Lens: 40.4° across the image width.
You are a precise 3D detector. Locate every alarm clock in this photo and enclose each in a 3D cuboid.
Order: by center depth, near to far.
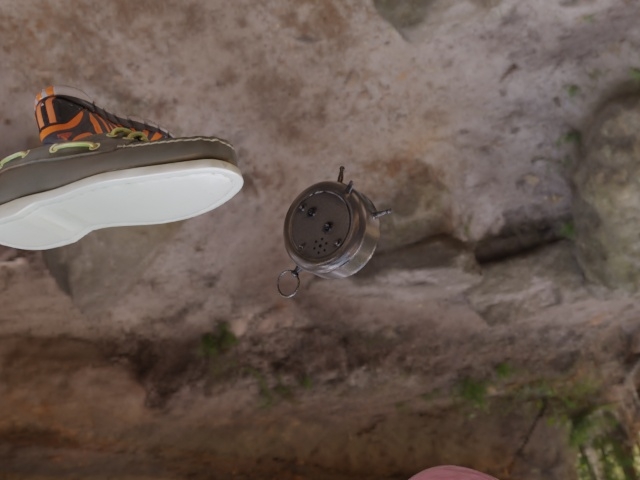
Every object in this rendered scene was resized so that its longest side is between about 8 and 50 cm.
[{"bbox_3d":[0.000,0.000,1.184,0.192,0.129,0.064,-54,148,12],"label":"alarm clock"}]

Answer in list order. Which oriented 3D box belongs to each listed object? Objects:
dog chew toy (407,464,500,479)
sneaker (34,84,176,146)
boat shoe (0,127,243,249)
[{"bbox_3d":[0.159,0.471,1.137,0.207,0.331,0.206,17,153,9],"label":"dog chew toy"},{"bbox_3d":[-0.373,-0.141,1.573,0.124,0.180,0.321,-37,143,30],"label":"sneaker"},{"bbox_3d":[-0.214,-0.064,0.866,0.305,0.091,0.109,-11,154,25],"label":"boat shoe"}]
